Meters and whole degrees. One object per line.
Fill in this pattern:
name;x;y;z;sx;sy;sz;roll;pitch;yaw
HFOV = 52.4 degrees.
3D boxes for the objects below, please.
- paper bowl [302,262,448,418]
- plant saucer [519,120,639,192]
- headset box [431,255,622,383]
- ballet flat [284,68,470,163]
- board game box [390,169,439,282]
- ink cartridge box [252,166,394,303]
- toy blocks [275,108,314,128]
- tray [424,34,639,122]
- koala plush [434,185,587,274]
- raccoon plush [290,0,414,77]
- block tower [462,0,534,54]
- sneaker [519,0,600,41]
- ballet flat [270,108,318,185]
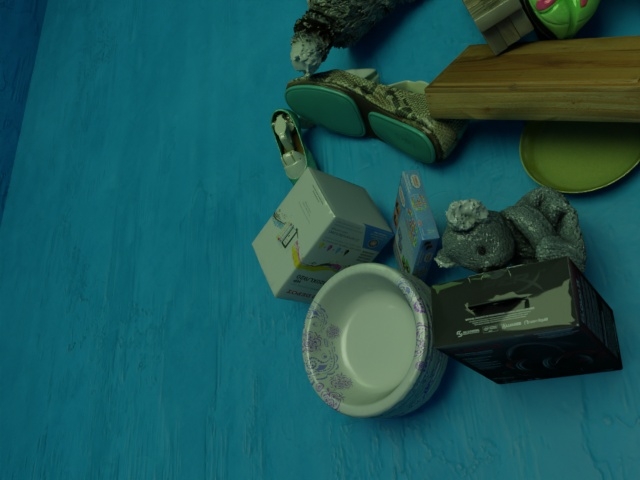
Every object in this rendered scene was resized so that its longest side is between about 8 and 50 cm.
paper bowl;0.115;0.192;1.238;0.284;0.148;0.284;-14;69;38
plant saucer;0.498;-0.191;1.223;0.241;0.037;0.241;-17;58;30
headset box;0.322;0.133;1.024;0.218;0.293;0.110;-15;59;31
ballet flat;0.137;-0.315;1.512;0.483;0.164;0.182;26;64;37
board game box;0.179;-0.010;1.278;0.039;0.211;0.160;-7;57;-6
ink cartridge box;0.000;0.000;1.390;0.232;0.171;0.168;-52;43;26
toy blocks;-0.077;-0.350;1.740;0.123;0.054;0.148;-29;53;23
tray;0.426;-0.308;1.228;0.411;0.076;0.203;10;43;40
koala plush;0.314;0.000;1.127;0.221;0.196;0.203;1;58;4
raccoon plush;0.130;-0.561;1.568;0.299;0.216;0.446;-10;55;31
block tower;0.357;-0.504;1.375;0.091;0.097;0.335;-31;28;22
sneaker;0.450;-0.619;1.351;0.185;0.202;0.483;-3;73;8
ballet flat;-0.073;-0.222;1.612;0.083;0.087;0.247;-27;69;25
